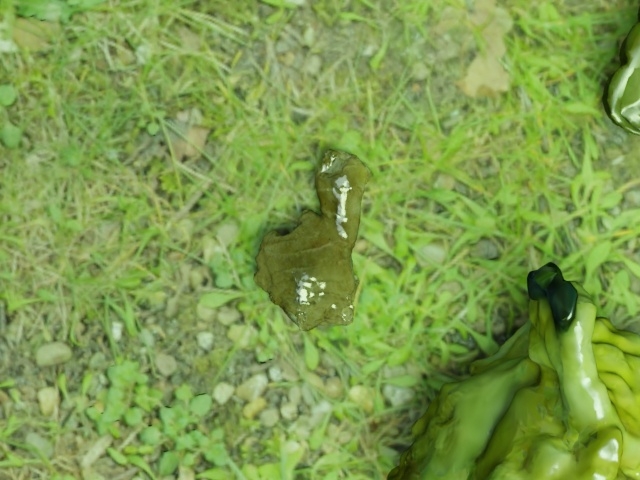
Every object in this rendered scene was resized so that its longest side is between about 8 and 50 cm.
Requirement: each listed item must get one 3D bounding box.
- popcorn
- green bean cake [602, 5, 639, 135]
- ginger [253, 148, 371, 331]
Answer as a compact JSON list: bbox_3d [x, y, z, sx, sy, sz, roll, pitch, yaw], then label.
[{"bbox_3d":[0.199,0.186,1.123,0.237,0.293,0.293,13,99,-32],"label":"popcorn"},{"bbox_3d":[0.375,-0.159,1.124,0.236,0.124,0.233,25,99,4],"label":"green bean cake"},{"bbox_3d":[-0.009,0.000,1.223,0.096,0.067,0.165,7,84,7],"label":"ginger"}]
